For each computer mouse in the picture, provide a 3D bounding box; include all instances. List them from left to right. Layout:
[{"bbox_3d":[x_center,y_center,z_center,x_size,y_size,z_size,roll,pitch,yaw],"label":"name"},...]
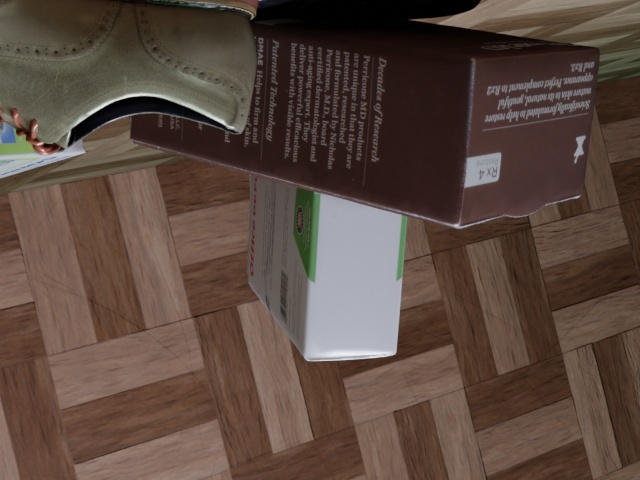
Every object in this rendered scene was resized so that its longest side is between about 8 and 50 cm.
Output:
[{"bbox_3d":[0.010,-0.227,1.015,0.272,0.072,0.188,-1,178,-27],"label":"computer mouse"}]

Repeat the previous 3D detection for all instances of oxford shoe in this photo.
[{"bbox_3d":[-0.213,-0.123,0.857,0.348,0.130,0.123,-2,180,-3],"label":"oxford shoe"}]

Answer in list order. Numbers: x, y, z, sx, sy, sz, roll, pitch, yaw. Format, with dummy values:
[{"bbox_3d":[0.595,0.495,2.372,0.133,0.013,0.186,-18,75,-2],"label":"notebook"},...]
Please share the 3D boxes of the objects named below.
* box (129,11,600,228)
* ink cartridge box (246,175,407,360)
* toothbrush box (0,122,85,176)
[{"bbox_3d":[0.026,-0.124,1.101,0.381,0.143,0.191,18,-160,37],"label":"box"},{"bbox_3d":[0.000,0.000,1.198,0.092,0.160,0.219,-1,-163,-17],"label":"ink cartridge box"},{"bbox_3d":[-0.375,-0.102,1.084,0.206,0.122,0.283,-14,-179,24],"label":"toothbrush box"}]
